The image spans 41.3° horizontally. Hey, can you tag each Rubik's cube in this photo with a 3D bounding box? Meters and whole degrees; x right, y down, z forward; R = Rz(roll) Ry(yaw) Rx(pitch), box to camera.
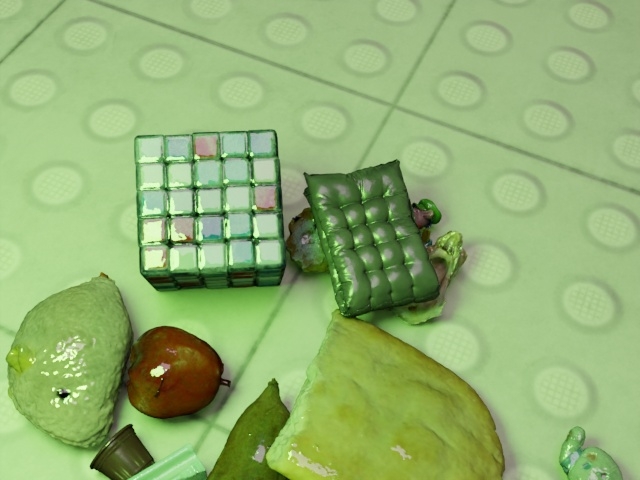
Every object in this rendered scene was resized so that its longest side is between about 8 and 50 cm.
[{"bbox_3d":[-0.222,-0.054,1.766,0.292,0.293,0.286,-3,81,-6],"label":"Rubik's cube"}]

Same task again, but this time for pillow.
[{"bbox_3d":[0.109,-0.009,1.801,0.228,0.101,0.326,-10,66,-18],"label":"pillow"}]

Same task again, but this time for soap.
[{"bbox_3d":[-0.305,0.460,1.543,0.198,0.114,0.063,-29,61,-21],"label":"soap"}]

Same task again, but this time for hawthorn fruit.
[{"bbox_3d":[-0.275,0.265,1.656,0.202,0.185,0.185,12,52,-16],"label":"hawthorn fruit"}]

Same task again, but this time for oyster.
[{"bbox_3d":[0.235,0.081,1.880,0.161,0.107,0.232,37,77,14],"label":"oyster"}]

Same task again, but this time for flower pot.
[{"bbox_3d":[-0.360,0.412,1.588,0.089,0.111,0.111,40,60,9],"label":"flower pot"}]

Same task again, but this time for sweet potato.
[{"bbox_3d":[-0.120,0.428,1.566,0.158,0.157,0.369,15,47,8],"label":"sweet potato"}]

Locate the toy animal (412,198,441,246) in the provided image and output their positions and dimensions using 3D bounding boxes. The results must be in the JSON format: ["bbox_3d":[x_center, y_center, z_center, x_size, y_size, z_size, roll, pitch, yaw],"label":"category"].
[{"bbox_3d":[0.200,-0.006,1.940,0.103,0.100,0.208,48,53,0],"label":"toy animal"}]

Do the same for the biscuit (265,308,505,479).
[{"bbox_3d":[0.138,0.348,1.587,0.446,0.104,0.429,29,36,8],"label":"biscuit"}]

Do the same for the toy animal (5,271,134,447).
[{"bbox_3d":[-0.490,0.215,1.666,0.227,0.188,0.358,10,53,-4],"label":"toy animal"}]

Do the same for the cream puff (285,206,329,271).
[{"bbox_3d":[0.001,0.000,1.904,0.156,0.121,0.156,25,49,-33],"label":"cream puff"}]

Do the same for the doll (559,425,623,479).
[{"bbox_3d":[0.528,0.461,1.626,0.104,0.071,0.214,-24,66,-6],"label":"doll"}]
